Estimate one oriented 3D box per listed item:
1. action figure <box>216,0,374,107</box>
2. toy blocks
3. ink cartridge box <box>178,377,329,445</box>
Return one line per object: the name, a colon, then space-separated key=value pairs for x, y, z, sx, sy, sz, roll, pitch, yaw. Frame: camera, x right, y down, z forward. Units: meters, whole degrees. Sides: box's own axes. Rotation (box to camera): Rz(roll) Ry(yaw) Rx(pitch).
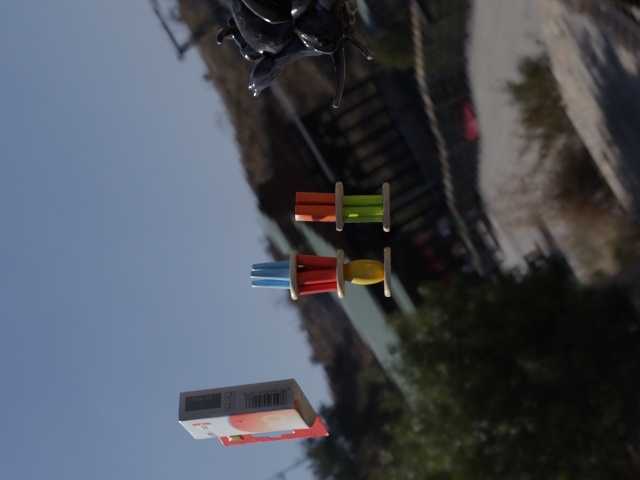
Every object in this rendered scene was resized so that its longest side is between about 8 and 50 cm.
action figure: x=-0.044 y=-0.224 z=0.973 sx=0.275 sy=0.164 sz=0.141 roll=46 pitch=-135 yaw=10
toy blocks: x=0.000 y=0.000 z=1.392 sx=0.054 sy=0.148 sz=0.123 roll=-5 pitch=-86 yaw=-87
ink cartridge box: x=-0.079 y=0.228 z=1.607 sx=0.179 sy=0.145 sz=0.045 roll=65 pitch=-160 yaw=-55
